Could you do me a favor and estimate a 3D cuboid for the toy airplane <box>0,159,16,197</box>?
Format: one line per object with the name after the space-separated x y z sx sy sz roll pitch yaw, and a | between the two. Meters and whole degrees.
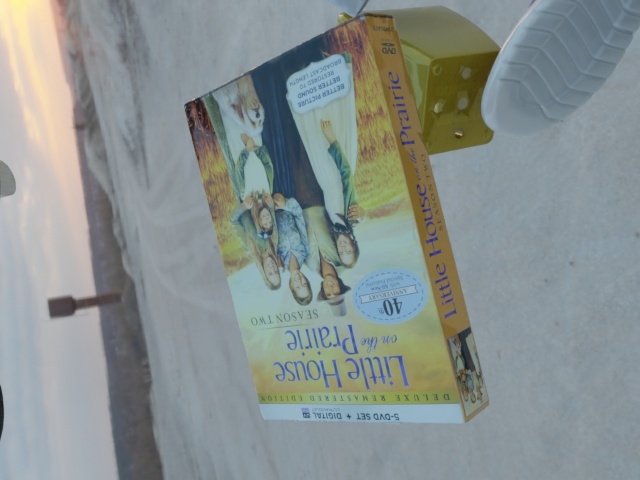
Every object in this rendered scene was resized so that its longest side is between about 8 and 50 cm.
-0.646 -0.135 0.966 0.273 0.386 0.384 10 129 25 | toy airplane

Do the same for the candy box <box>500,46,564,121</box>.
0.358 -0.299 1.246 0.165 0.196 0.070 25 97 43 | candy box

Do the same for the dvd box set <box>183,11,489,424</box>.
0.000 0.000 0.764 0.308 0.062 0.419 -12 92 42 | dvd box set

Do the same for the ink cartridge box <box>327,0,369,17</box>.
0.041 -0.439 0.961 0.127 0.128 0.176 -50 19 41 | ink cartridge box

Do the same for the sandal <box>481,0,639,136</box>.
0.354 -0.327 0.895 0.416 0.170 0.102 -58 28 15 | sandal

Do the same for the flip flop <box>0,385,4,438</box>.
-0.268 0.179 0.335 0.112 0.080 0.276 55 -130 -53 | flip flop

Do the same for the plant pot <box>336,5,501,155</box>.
0.160 -0.234 1.024 0.187 0.212 0.212 41 137 49 | plant pot
